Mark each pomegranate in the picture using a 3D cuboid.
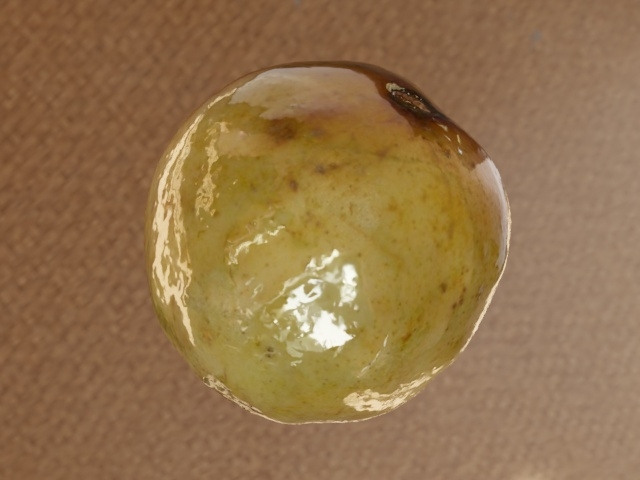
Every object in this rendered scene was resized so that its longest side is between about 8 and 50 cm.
[{"bbox_3d":[0.000,0.000,1.315,0.260,0.260,0.260,15,62,-30],"label":"pomegranate"}]
